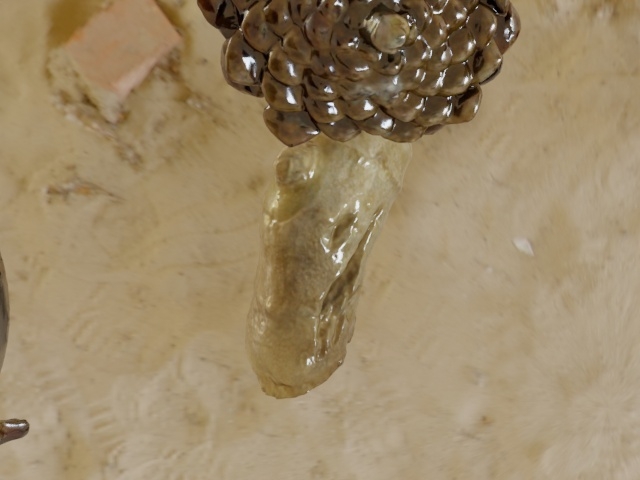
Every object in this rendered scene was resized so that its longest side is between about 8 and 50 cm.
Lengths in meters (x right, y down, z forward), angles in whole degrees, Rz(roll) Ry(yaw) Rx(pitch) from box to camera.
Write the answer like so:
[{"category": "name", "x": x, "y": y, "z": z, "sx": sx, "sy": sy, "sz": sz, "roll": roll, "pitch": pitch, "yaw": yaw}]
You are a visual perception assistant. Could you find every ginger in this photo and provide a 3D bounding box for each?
[{"category": "ginger", "x": 0.000, "y": 0.000, "z": 1.550, "sx": 0.126, "sy": 0.190, "sz": 0.354, "roll": 13, "pitch": 90, "yaw": 34}]

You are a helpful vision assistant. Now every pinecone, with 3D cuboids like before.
[{"category": "pinecone", "x": 0.034, "y": -0.192, "z": 1.163, "sx": 0.264, "sy": 0.264, "sz": 0.264, "roll": -1, "pitch": 83, "yaw": 11}]

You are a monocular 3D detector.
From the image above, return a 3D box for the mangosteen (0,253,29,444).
[{"category": "mangosteen", "x": -0.303, "y": 0.082, "z": 0.832, "sx": 0.359, "sy": 0.306, "sz": 0.306, "roll": 42, "pitch": 93, "yaw": 2}]
